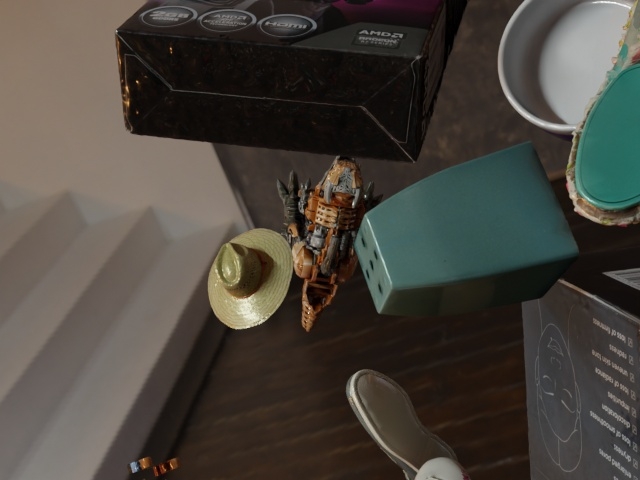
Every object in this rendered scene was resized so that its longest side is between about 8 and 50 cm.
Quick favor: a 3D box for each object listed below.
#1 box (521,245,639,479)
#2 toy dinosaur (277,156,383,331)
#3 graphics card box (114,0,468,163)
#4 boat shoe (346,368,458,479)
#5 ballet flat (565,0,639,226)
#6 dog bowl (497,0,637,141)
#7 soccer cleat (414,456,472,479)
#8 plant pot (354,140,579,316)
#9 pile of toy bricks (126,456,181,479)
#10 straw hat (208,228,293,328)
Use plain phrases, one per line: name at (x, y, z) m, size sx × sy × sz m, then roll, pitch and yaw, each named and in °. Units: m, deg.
box at (0.586, 0.292, 1.876) m, size 0.297 × 0.471 × 0.480 m, roll -6°, pitch 13°, yaw -12°
toy dinosaur at (0.000, 0.000, 1.630) m, size 0.322 × 0.164 × 0.218 m, roll -54°, pitch 20°, yaw 29°
graphics card box at (0.000, -0.196, 0.910) m, size 0.233 × 0.094 × 0.371 m, roll 8°, pitch 34°, yaw 11°
boat shoe at (0.133, 0.361, 1.964) m, size 0.099 × 0.319 × 0.116 m, roll -14°, pitch 38°, yaw 44°
ballet flat at (0.224, -0.099, 0.671) m, size 0.091 × 0.077 × 0.241 m, roll 20°, pitch 70°, yaw 24°
dog bowl at (0.432, -0.295, 1.725) m, size 0.265 × 0.264 × 0.104 m, roll -10°, pitch -14°, yaw 30°
soccer cleat at (0.194, 0.452, 1.715) m, size 0.116 × 0.143 × 0.331 m, roll -15°, pitch 31°, yaw 14°
plant pot at (0.174, 0.003, 1.359) m, size 0.234 × 0.165 × 0.165 m, roll -14°, pitch -20°, yaw -13°
pile of toy bricks at (-0.266, 0.391, 1.608) m, size 0.212 × 0.118 × 0.105 m, roll -9°, pitch -16°, yaw -43°
straw hat at (-0.107, 0.038, 1.382) m, size 0.144 × 0.061 × 0.144 m, roll -14°, pitch 60°, yaw 26°
